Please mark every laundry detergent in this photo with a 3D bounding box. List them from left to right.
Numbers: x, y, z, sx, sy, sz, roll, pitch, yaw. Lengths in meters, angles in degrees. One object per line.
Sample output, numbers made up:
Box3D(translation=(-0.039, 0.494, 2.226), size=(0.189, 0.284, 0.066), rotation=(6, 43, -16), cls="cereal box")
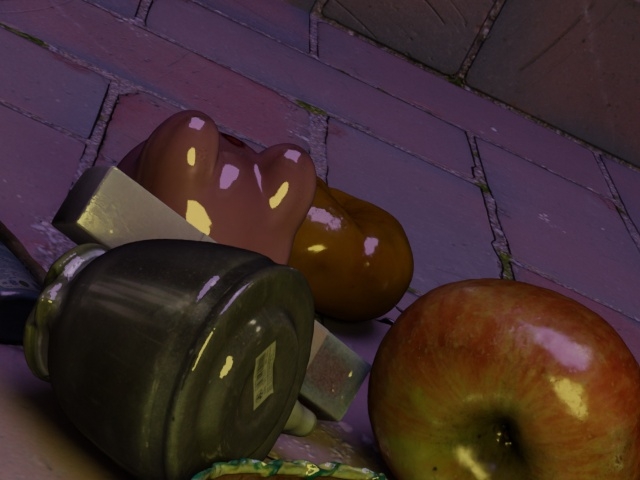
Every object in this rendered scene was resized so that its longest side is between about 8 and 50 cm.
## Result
Box3D(translation=(-0.352, 0.025, 1.878), size=(0.097, 0.061, 0.206), rotation=(7, 27, -42), cls="laundry detergent")

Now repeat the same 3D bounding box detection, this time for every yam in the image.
Box3D(translation=(-0.300, 0.045, 1.949), size=(0.234, 0.027, 0.029), rotation=(42, -7, 40), cls="yam")

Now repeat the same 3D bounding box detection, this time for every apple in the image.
Box3D(translation=(0.207, 0.174, 1.923), size=(0.309, 0.277, 0.250), rotation=(44, 25, 9), cls="apple")

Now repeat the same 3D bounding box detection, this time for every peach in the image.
Box3D(translation=(0.000, 0.000, 2.310), size=(0.251, 0.153, 0.251), rotation=(29, 23, -13), cls="peach")

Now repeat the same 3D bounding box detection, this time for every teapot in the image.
Box3D(translation=(-0.134, 0.094, 1.744), size=(0.239, 0.239, 0.321), rotation=(22, 20, 25), cls="teapot")

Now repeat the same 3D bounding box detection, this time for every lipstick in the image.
Box3D(translation=(-0.110, 0.059, 1.902), size=(0.371, 0.079, 0.076), rotation=(38, -18, -24), cls="lipstick")

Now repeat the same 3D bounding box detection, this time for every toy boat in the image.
Box3D(translation=(-0.040, 0.248, 1.650), size=(0.293, 0.108, 0.099), rotation=(15, -18, -42), cls="toy boat")

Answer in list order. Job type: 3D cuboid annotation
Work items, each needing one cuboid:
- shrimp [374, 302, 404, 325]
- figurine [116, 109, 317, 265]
Box3D(translation=(0.260, 0.172, 2.118), size=(0.411, 0.166, 0.221), rotation=(15, 52, 31), cls="shrimp")
Box3D(translation=(-0.150, -0.003, 2.045), size=(0.270, 0.261, 0.211), rotation=(15, -5, -30), cls="figurine")
